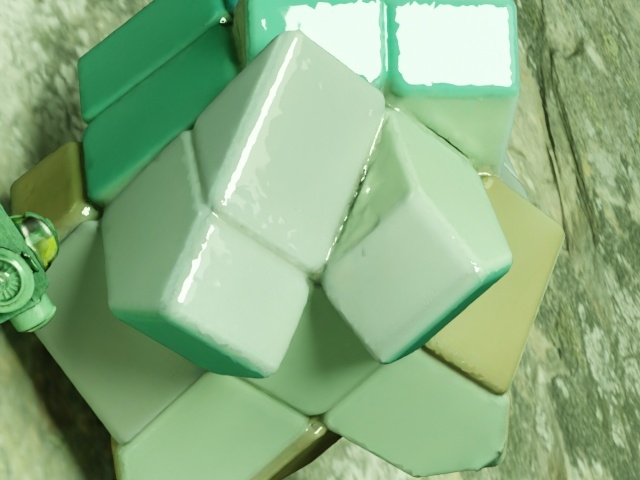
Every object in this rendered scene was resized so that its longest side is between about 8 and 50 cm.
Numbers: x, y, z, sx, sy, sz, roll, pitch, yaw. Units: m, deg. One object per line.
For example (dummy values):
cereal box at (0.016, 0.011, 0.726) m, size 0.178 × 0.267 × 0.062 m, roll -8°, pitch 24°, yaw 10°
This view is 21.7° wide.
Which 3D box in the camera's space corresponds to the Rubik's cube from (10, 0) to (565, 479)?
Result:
Rubik's cube at (0.000, 0.000, 0.745) m, size 0.224 × 0.265 × 0.213 m, roll 42°, pitch 20°, yaw -34°

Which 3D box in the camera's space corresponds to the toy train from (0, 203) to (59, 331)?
toy train at (-0.157, -0.008, 0.657) m, size 0.122 × 0.081 × 0.050 m, roll 58°, pitch 11°, yaw -15°
